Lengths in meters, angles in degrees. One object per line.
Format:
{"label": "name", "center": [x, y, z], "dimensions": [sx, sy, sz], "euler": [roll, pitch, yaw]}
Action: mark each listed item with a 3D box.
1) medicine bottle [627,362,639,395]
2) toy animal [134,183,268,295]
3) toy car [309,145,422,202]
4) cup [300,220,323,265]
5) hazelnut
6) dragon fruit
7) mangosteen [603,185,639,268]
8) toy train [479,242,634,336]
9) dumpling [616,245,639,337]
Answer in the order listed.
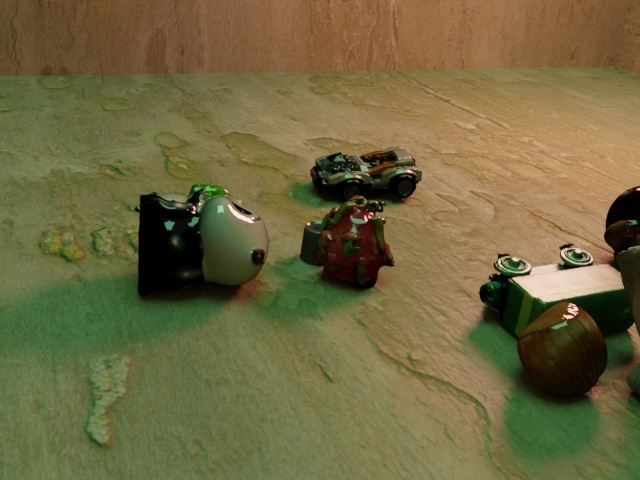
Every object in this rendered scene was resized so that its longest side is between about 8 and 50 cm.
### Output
{"label": "medicine bottle", "center": [0.565, 0.250, 1.255], "dimensions": [0.058, 0.058, 0.091], "euler": [-4, 26, -18]}
{"label": "toy animal", "center": [-0.237, -0.010, 1.496], "dimensions": [0.266, 0.213, 0.212], "euler": [-6, 27, -13]}
{"label": "toy car", "center": [0.121, -0.184, 2.051], "dimensions": [0.301, 0.118, 0.193], "euler": [-4, 28, -15]}
{"label": "cup", "center": [0.000, 0.000, 1.671], "dimensions": [0.078, 0.077, 0.100], "euler": [12, 25, 16]}
{"label": "hazelnut", "center": [0.415, 0.186, 1.274], "dimensions": [0.150, 0.150, 0.150], "euler": [4, 25, -2]}
{"label": "dragon fruit", "center": [0.078, -0.001, 1.574], "dimensions": [0.166, 0.172, 0.160], "euler": [4, 25, -3]}
{"label": "mangosteen", "center": [0.746, -0.009, 1.711], "dimensions": [0.211, 0.211, 0.250], "euler": [19, 58, 28]}
{"label": "toy train", "center": [0.471, 0.107, 1.480], "dimensions": [0.300, 0.120, 0.202], "euler": [-7, 31, -24]}
{"label": "dumpling", "center": [0.632, 0.155, 1.266], "dimensions": [0.341, 0.181, 0.260], "euler": [26, -2, -6]}
